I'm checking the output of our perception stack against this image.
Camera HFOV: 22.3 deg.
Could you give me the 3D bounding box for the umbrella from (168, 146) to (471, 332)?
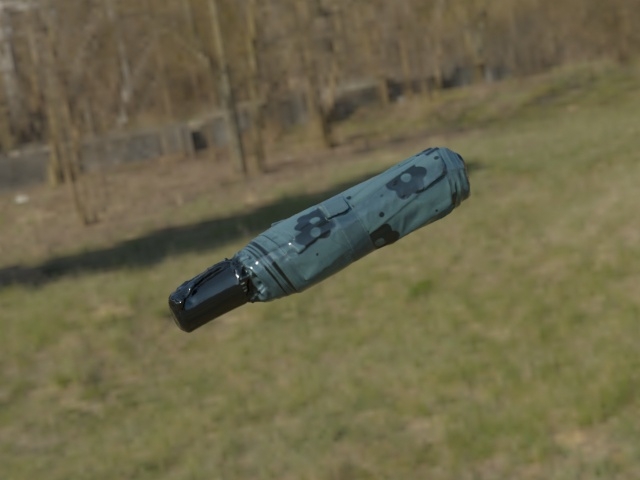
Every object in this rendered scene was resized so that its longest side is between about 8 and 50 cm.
[{"bbox_3d":[0.001,0.002,1.230,0.250,0.053,0.052,-29,23,-8],"label":"umbrella"}]
